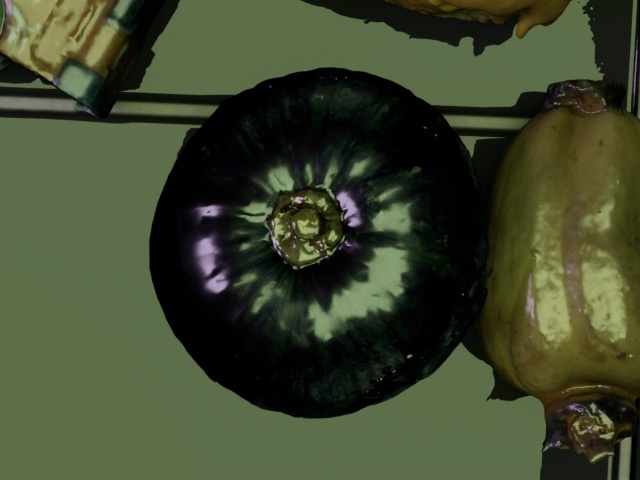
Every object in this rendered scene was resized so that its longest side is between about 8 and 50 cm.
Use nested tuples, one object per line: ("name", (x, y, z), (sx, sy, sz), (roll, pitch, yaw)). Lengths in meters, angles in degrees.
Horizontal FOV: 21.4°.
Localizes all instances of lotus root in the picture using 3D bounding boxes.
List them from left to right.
("lotus root", (0.185, 0.020, 1.164), (0.154, 0.140, 0.257), (2, 87, 3))

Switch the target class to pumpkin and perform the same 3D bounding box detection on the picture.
("pumpkin", (0.000, 0.000, 1.124), (0.233, 0.163, 0.233), (-2, 83, 13))

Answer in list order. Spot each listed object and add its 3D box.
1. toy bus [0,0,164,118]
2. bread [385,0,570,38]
("toy bus", (-0.246, -0.228, 1.108), (0.323, 0.162, 0.194), (30, 89, -3))
("bread", (0.118, -0.202, 1.132), (0.252, 0.174, 0.133), (-30, 98, -5))
